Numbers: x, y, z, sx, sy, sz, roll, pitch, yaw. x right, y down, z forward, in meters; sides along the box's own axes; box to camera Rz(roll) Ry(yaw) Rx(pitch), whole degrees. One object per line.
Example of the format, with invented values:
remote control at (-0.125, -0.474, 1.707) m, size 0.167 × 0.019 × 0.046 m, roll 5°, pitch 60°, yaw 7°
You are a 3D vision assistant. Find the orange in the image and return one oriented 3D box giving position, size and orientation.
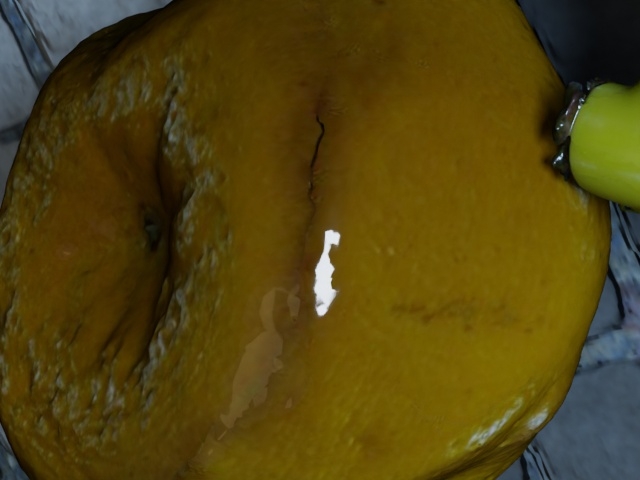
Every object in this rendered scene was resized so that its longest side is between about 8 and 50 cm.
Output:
orange at (0.000, 0.000, 0.683) m, size 0.249 × 0.183 × 0.249 m, roll -21°, pitch 63°, yaw 49°

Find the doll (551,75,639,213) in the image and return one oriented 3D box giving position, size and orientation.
doll at (0.188, -0.044, 0.549) m, size 0.221 × 0.143 × 0.135 m, roll 15°, pitch 87°, yaw 34°
